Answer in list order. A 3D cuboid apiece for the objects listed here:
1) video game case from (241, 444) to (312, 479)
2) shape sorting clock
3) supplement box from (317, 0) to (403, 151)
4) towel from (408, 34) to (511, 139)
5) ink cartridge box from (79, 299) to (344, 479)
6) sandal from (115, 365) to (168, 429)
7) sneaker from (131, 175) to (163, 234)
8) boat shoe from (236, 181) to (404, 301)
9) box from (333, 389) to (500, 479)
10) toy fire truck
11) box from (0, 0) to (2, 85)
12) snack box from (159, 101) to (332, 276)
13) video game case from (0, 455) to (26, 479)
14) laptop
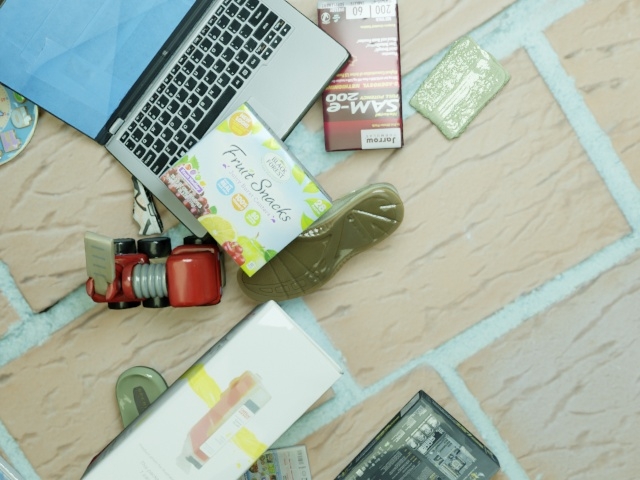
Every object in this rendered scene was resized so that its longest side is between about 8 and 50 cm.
[{"bbox_3d":[-0.079,0.409,1.606,0.122,0.011,0.087,-9,97,5],"label":"video game case"},{"bbox_3d":[-0.577,-0.225,1.542,0.206,0.040,0.206,1,98,4],"label":"shape sorting clock"},{"bbox_3d":[0.066,-0.266,1.473,0.130,0.073,0.239,-3,98,6],"label":"supplement box"},{"bbox_3d":[0.226,-0.249,1.487,0.110,0.027,0.148,41,99,-1],"label":"towel"},{"bbox_3d":[-0.170,0.277,1.416,0.385,0.279,0.160,-43,92,-9],"label":"ink cartridge box"},{"bbox_3d":[-0.284,0.367,1.577,0.120,0.086,0.302,-22,95,7],"label":"sandal"},{"bbox_3d":[-0.303,-0.059,1.545,0.044,0.040,0.109,-16,96,8],"label":"sneaker"},{"bbox_3d":[0.000,0.000,1.504,0.302,0.098,0.109,-32,106,10],"label":"boat shoe"},{"bbox_3d":[0.162,0.401,1.563,0.183,0.059,0.232,42,98,-2],"label":"box"},{"bbox_3d":[-0.277,0.046,1.452,0.217,0.246,0.158,-2,98,5],"label":"toy fire truck"},{"bbox_3d":[-0.551,-0.415,1.490,0.270,0.060,0.216,40,90,-2],"label":"box"},{"bbox_3d":[-0.111,-0.080,1.402,0.174,0.070,0.207,-40,100,7],"label":"snack box"},{"bbox_3d":[-0.573,0.526,1.652,0.212,0.023,0.193,45,98,-2],"label":"video game case"},{"bbox_3d":[-0.248,-0.281,1.402,0.408,0.236,0.382,43,100,20],"label":"laptop"}]
